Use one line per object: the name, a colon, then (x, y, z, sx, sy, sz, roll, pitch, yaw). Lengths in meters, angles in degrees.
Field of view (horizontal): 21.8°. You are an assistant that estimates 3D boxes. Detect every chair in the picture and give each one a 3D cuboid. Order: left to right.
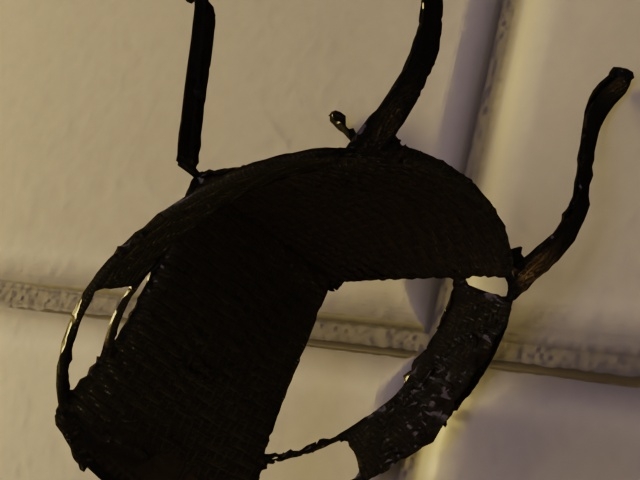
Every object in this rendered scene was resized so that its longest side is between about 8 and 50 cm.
chair: (0.000, 0.000, 0.621, 0.149, 0.174, 0.213, -1, 61, 41)
